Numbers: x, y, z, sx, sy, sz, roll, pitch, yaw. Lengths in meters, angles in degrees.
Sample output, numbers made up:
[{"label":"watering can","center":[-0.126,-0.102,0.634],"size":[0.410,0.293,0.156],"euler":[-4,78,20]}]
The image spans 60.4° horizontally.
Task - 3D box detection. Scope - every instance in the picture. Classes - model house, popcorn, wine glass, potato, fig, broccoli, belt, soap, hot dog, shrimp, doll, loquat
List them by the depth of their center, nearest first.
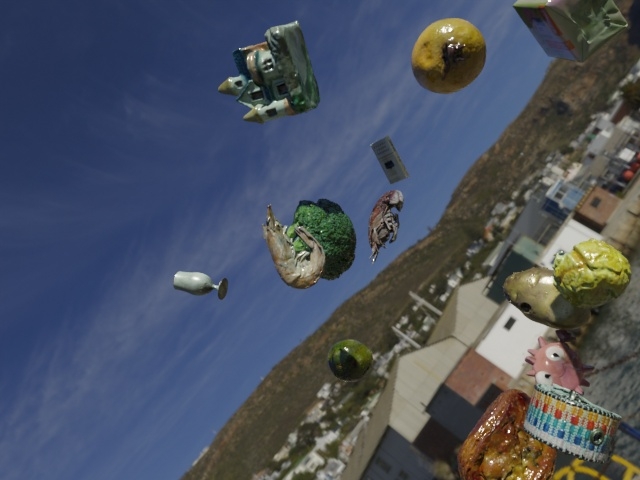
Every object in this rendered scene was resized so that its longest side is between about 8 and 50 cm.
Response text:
[{"label":"shrimp","center":[0.119,-0.023,1.028],"size":[0.057,0.065,0.165],"euler":[38,-129,-42]},{"label":"shrimp","center":[-0.065,0.010,1.328],"size":[0.126,0.223,0.047],"euler":[-22,5,6]},{"label":"soap","center":[0.600,-0.550,1.338],"size":[0.138,0.182,0.199],"euler":[-41,20,12]},{"label":"belt","center":[0.611,0.442,1.341],"size":[0.257,0.207,0.149],"euler":[27,-97,-63]},{"label":"popcorn","center":[0.699,0.083,1.440],"size":[0.197,0.198,0.212],"euler":[-65,-12,25]},{"label":"fig","center":[0.098,0.331,1.563],"size":[0.156,0.123,0.123],"euler":[-23,-37,-54]},{"label":"loquat","center":[0.402,-0.574,1.723],"size":[0.244,0.244,0.243],"euler":[-45,-23,-25]},{"label":"model house","center":[-0.198,-0.501,1.727],"size":[0.194,0.325,0.267],"euler":[-57,-47,-60]},{"label":"hot dog","center":[0.605,0.647,1.742],"size":[0.388,0.267,0.174],"euler":[-38,-4,-31]},{"label":"doll","center":[0.783,0.412,1.810],"size":[0.261,0.211,0.093],"euler":[-58,-20,-27]},{"label":"broccoli","center":[0.000,0.000,1.881],"size":[0.275,0.307,0.308],"euler":[-35,-10,27]},{"label":"potato","center":[0.775,0.192,1.883],"size":[0.141,0.296,0.191],"euler":[18,-88,-57]},{"label":"wine glass","center":[-0.475,0.174,2.176],"size":[0.093,0.203,0.092],"euler":[7,-90,-76]}]

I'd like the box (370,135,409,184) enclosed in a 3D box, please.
[{"label":"box","center":[0.251,-0.290,1.997],"size":[0.024,0.166,0.090],"euler":[-33,9,-35]}]
